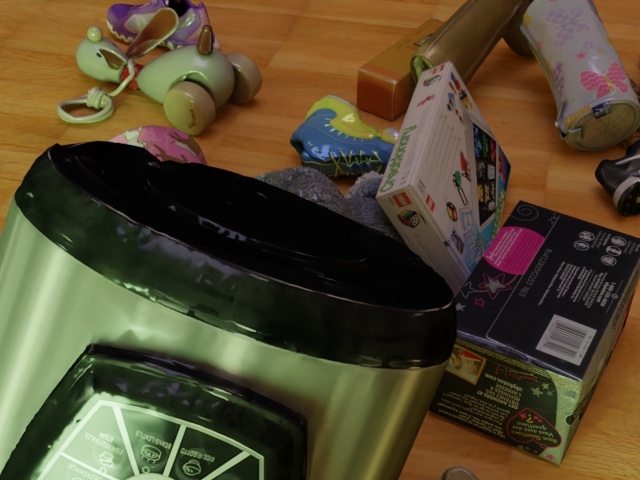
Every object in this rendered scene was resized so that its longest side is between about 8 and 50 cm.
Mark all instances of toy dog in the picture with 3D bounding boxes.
[{"bbox_3d":[-0.263,-0.295,1.532,0.333,0.161,0.220,7,39,9],"label":"toy dog"}]

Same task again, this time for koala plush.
[{"bbox_3d":[0.022,0.003,1.144,0.221,0.203,0.196,0,64,-36],"label":"koala plush"}]

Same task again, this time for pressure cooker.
[{"bbox_3d":[-0.114,0.168,0.781,0.375,0.421,0.370,10,17,-46],"label":"pressure cooker"}]

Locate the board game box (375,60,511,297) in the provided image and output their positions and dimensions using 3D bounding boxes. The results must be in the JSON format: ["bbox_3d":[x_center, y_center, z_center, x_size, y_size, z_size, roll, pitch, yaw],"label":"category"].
[{"bbox_3d":[0.171,-0.078,1.240,0.053,0.193,0.305,-19,29,31],"label":"board game box"}]

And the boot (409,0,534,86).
[{"bbox_3d":[0.264,-0.316,1.575,0.089,0.236,0.269,23,67,39],"label":"boot"}]

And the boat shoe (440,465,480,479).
[{"bbox_3d":[0.153,0.274,0.916,0.056,0.048,0.153,-5,39,-5],"label":"boat shoe"}]

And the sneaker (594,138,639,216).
[{"bbox_3d":[0.494,-0.112,1.362,0.234,0.078,0.106,-18,45,-17],"label":"sneaker"}]

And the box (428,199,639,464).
[{"bbox_3d":[0.245,0.096,1.061,0.163,0.142,0.247,20,45,22],"label":"box"}]

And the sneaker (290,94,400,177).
[{"bbox_3d":[0.050,-0.115,1.386,0.126,0.091,0.240,-41,52,-16],"label":"sneaker"}]

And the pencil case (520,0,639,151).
[{"bbox_3d":[0.401,-0.267,1.480,0.124,0.113,0.273,-22,54,19],"label":"pencil case"}]

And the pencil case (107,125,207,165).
[{"bbox_3d":[-0.209,0.023,1.139,0.160,0.167,0.386,4,38,-12],"label":"pencil case"}]

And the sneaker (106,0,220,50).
[{"bbox_3d":[-0.286,-0.404,1.713,0.236,0.105,0.095,20,45,25],"label":"sneaker"}]

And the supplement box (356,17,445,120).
[{"bbox_3d":[0.155,-0.290,1.588,0.078,0.080,0.233,25,47,27],"label":"supplement box"}]

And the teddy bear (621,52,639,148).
[{"bbox_3d":[0.576,-0.258,1.517,0.245,0.113,0.338,27,46,33],"label":"teddy bear"}]
